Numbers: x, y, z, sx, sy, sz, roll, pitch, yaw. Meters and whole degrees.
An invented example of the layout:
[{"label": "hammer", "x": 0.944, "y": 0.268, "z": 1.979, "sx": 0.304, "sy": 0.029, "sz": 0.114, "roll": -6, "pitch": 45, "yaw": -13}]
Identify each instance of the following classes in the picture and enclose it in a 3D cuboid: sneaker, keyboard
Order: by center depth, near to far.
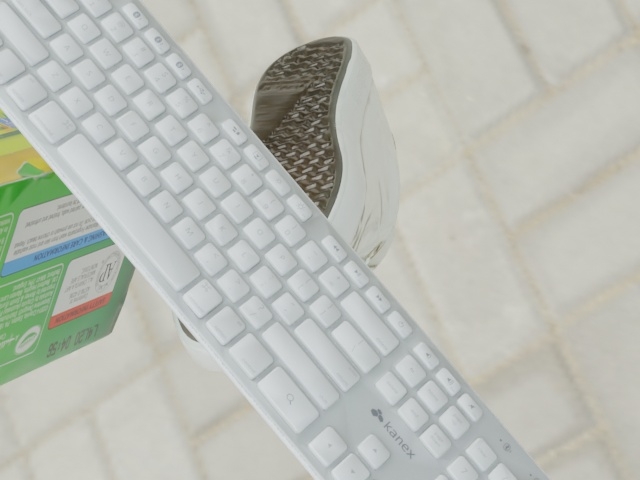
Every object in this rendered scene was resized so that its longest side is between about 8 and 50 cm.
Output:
[{"label": "keyboard", "x": -0.017, "y": 0.014, "z": 0.633, "sx": 0.256, "sy": 0.072, "sz": 0.014, "roll": 49, "pitch": 134, "yaw": 3}, {"label": "sneaker", "x": 0.000, "y": 0.000, "z": 1.157, "sx": 0.106, "sy": 0.123, "sz": 0.290, "roll": -12, "pitch": 32, "yaw": 24}]

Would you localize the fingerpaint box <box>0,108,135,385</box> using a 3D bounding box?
[{"label": "fingerpaint box", "x": -0.353, "y": -0.037, "z": 1.138, "sx": 0.371, "sy": 0.445, "sz": 0.163, "roll": 25, "pitch": 108, "yaw": 15}]
